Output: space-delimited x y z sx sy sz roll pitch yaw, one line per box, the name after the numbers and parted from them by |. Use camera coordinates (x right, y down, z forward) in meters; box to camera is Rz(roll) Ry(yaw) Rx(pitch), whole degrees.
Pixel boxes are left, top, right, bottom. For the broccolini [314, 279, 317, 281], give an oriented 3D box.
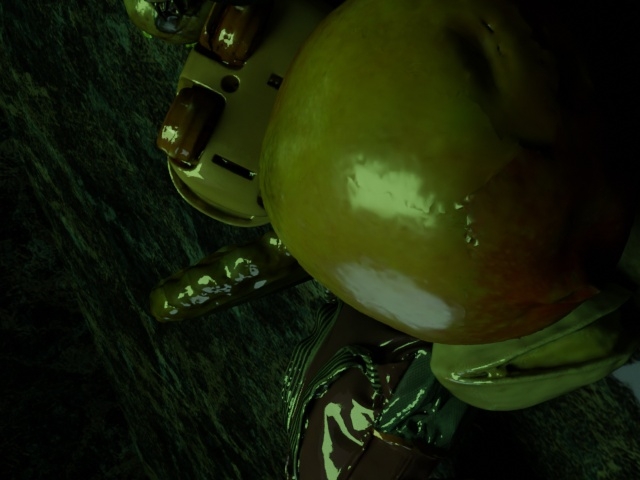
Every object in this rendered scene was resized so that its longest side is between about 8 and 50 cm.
-0.001 -0.007 1.712 0.194 0.054 0.052 88 177 -59 | broccolini

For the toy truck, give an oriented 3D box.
-0.069 -0.152 1.393 0.204 0.288 0.211 25 -177 -5 | toy truck

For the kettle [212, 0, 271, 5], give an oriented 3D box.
-0.107 -0.406 1.293 0.290 0.207 0.268 55 -175 32 | kettle

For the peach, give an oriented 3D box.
0.109 -0.072 1.035 0.372 0.289 0.373 -28 56 54 | peach

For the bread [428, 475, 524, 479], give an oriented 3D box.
0.209 0.452 1.573 0.370 0.191 0.314 59 154 -5 | bread

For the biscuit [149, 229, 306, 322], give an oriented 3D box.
-0.052 0.020 1.383 0.335 0.329 0.078 -24 87 23 | biscuit

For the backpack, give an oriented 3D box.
0.048 0.207 1.450 0.317 0.197 0.283 -61 24 15 | backpack

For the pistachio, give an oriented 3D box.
0.213 0.103 1.185 0.223 0.152 0.126 -18 99 26 | pistachio

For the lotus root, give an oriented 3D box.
-0.158 -0.328 1.471 0.141 0.169 0.314 38 -166 -5 | lotus root

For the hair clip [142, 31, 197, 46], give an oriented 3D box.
-0.228 -0.328 1.824 0.188 0.033 0.060 19 134 56 | hair clip
